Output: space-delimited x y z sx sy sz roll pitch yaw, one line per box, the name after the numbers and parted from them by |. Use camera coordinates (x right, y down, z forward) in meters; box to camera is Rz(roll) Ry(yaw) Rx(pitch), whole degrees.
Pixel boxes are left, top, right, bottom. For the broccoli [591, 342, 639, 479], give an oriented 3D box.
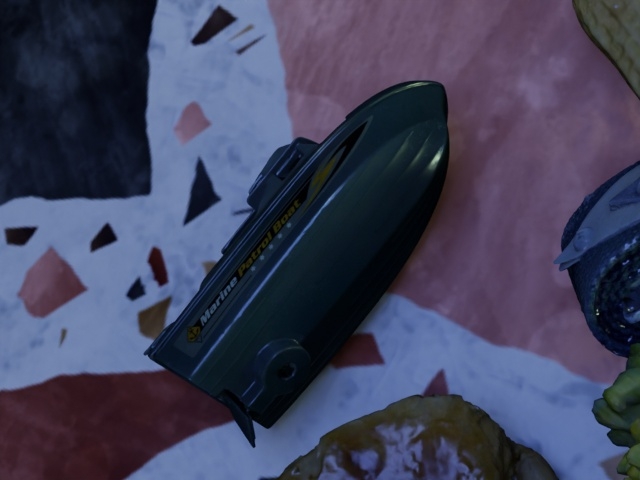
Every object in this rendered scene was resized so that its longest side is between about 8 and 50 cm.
0.320 0.170 1.013 0.324 0.272 0.334 -18 64 37 | broccoli

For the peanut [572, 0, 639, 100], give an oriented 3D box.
0.244 -0.155 1.219 0.093 0.083 0.194 -13 52 -21 | peanut

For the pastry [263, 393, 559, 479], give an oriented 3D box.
0.058 0.212 1.177 0.229 0.100 0.218 8 77 23 | pastry

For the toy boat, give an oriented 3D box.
-0.003 0.000 1.261 0.296 0.114 0.122 -53 43 -1 | toy boat

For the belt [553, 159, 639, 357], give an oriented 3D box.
0.269 -0.014 1.149 0.218 0.122 0.128 -30 25 11 | belt
